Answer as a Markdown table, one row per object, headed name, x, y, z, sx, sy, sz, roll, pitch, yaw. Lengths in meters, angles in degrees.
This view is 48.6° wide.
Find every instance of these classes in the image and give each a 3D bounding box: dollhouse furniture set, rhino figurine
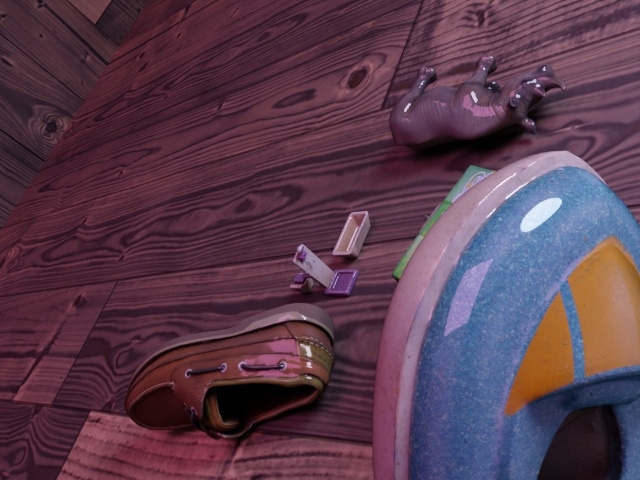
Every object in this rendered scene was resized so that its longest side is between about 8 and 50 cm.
| name | x | y | z | sx | sy | sz | roll | pitch | yaw |
| --- | --- | --- | --- | --- | --- | --- | --- | --- | --- |
| dollhouse furniture set | 0.000 | 0.000 | 0.882 | 0.091 | 0.081 | 0.114 | -3 | 54 | 47 |
| rhino figurine | 0.181 | -0.160 | 0.845 | 0.243 | 0.073 | 0.106 | 1 | 53 | 48 |

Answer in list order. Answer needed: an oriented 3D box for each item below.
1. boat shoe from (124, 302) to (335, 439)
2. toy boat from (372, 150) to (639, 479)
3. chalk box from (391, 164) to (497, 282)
| name | x | y | z | sx | sy | sz | roll | pitch | yaw |
| --- | --- | --- | --- | --- | --- | --- | --- | --- | --- |
| boat shoe | -0.122 | 0.171 | 0.823 | 0.307 | 0.111 | 0.104 | -29 | 37 | 28 |
| toy boat | 0.182 | 0.083 | 0.422 | 0.148 | 0.319 | 0.267 | 15 | 104 | 60 |
| chalk box | 0.164 | 0.030 | 0.620 | 0.132 | 0.132 | 0.213 | -54 | 33 | -7 |
